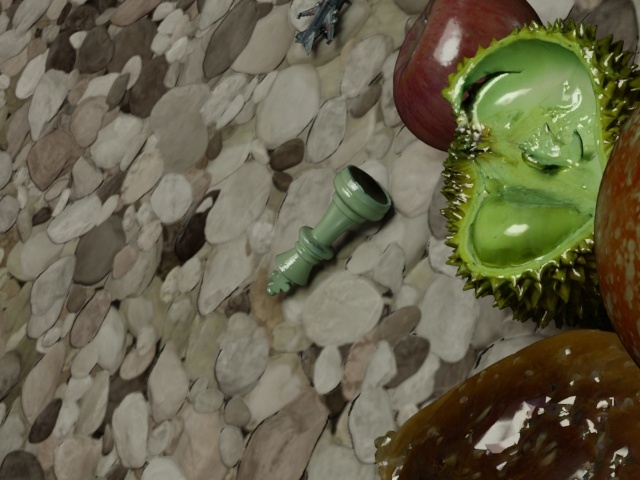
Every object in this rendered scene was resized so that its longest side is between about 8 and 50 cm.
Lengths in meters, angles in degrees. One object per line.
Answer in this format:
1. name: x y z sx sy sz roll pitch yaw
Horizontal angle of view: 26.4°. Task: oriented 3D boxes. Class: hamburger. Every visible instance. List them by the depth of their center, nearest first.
1. hamburger: 0.166 0.177 0.931 0.286 0.146 0.243 9 65 49

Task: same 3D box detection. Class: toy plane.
1. toy plane: 0.004 -0.237 1.448 0.083 0.031 0.078 -49 40 9

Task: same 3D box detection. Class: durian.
1. durian: 0.182 -0.042 1.027 0.200 0.176 0.236 -22 57 19

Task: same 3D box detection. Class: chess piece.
1. chess piece: 0.000 0.000 1.283 0.149 0.059 0.059 -49 40 21

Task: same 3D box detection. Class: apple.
1. apple: 0.131 -0.147 1.177 0.153 0.120 0.153 -61 10 19

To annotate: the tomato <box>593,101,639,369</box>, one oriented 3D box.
1. tomato: 0.295 0.005 0.827 0.222 0.270 0.270 132 153 -63
